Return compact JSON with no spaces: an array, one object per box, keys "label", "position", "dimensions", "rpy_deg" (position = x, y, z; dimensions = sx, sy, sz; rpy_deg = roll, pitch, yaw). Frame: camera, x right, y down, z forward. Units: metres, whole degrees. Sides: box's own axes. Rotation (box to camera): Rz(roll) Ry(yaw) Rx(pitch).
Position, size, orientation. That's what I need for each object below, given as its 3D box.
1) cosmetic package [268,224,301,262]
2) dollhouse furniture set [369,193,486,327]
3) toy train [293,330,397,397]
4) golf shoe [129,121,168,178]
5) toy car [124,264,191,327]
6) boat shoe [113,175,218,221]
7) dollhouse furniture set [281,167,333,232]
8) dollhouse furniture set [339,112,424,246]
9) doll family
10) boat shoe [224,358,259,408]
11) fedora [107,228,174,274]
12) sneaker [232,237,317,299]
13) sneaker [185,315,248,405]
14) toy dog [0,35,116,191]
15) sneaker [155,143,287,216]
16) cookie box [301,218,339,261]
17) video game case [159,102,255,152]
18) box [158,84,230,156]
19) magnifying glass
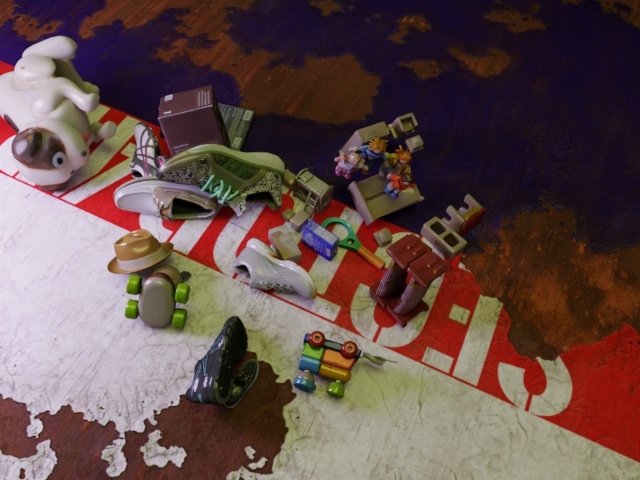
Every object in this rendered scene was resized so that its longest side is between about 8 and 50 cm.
[{"label":"cosmetic package","position":[-0.105,0.014,1.813],"dimensions":[0.060,0.041,0.115],"rpy_deg":[-20,59,-19]},{"label":"dollhouse furniture set","position":[0.330,0.053,1.750],"dimensions":[0.374,0.201,0.152],"rpy_deg":[-31,63,-32]},{"label":"toy train","position":[0.061,0.336,1.576],"dimensions":[0.248,0.105,0.143],"rpy_deg":[17,65,5]},{"label":"golf shoe","position":[-0.545,-0.260,1.921],"dimensions":[0.120,0.105,0.273],"rpy_deg":[-24,60,-13]},{"label":"toy car","position":[-0.422,0.128,1.670],"dimensions":[0.155,0.149,0.188],"rpy_deg":[11,26,-3]},{"label":"boat shoe","position":[-0.453,-0.118,1.822],"dimensions":[0.302,0.113,0.103],"rpy_deg":[-5,50,-11]},{"label":"dollhouse furniture set","position":[-0.083,-0.144,1.890],"dimensions":[0.182,0.101,0.161],"rpy_deg":[36,59,18]},{"label":"dollhouse furniture set","position":[0.218,-0.181,1.983],"dimensions":[0.303,0.174,0.356],"rpy_deg":[-23,84,-20]},{"label":"doll family","position":[0.172,-0.232,1.801],"dimensions":[0.262,0.163,0.118],"rpy_deg":[18,72,-11]},{"label":"boat shoe","position":[-0.197,0.357,1.561],"dimensions":[0.049,0.040,0.142],"rpy_deg":[24,56,10]},{"label":"fedora","position":[-0.500,0.022,1.693],"dimensions":[0.194,0.079,0.194],"rpy_deg":[-13,24,6]},{"label":"sneaker","position":[-0.130,0.107,1.724],"dimensions":[0.262,0.099,0.121],"rpy_deg":[30,64,23]},{"label":"sneaker","position":[-0.263,0.296,1.562],"dimensions":[0.106,0.101,0.267],"rpy_deg":[-13,34,22]},{"label":"toy dog","position":[-0.824,-0.355,1.849],"dimensions":[0.395,0.285,0.408],"rpy_deg":[-14,60,-15]},{"label":"sneaker","position":[-0.266,-0.163,1.794],"dimensions":[0.410,0.158,0.182],"rpy_deg":[-1,66,-32]},{"label":"cookie box","position":[0.000,0.000,1.805],"dimensions":[0.107,0.092,0.040],"rpy_deg":[34,61,16]},{"label":"video game case","position":[-0.375,-0.392,2.079],"dimensions":[0.274,0.026,0.196],"rpy_deg":[12,55,3]},{"label":"box","position":[-0.379,-0.333,1.886],"dimensions":[0.167,0.203,0.168],"rpy_deg":[-13,36,-1]},{"label":"magnifying glass","position":[0.098,0.010,1.850],"dimensions":[0.231,0.026,0.092],"rpy_deg":[39,59,18]}]
